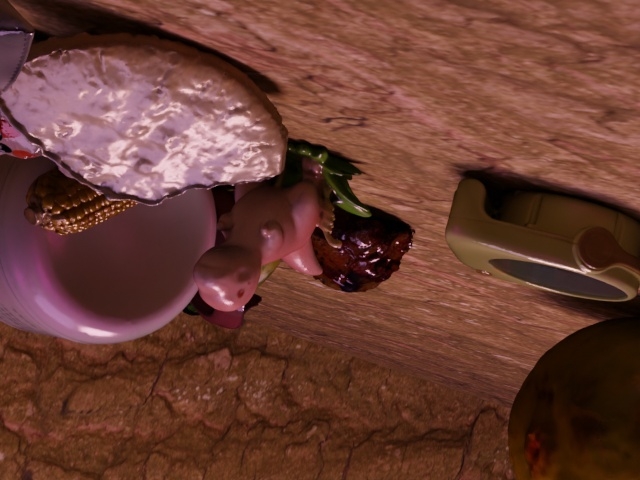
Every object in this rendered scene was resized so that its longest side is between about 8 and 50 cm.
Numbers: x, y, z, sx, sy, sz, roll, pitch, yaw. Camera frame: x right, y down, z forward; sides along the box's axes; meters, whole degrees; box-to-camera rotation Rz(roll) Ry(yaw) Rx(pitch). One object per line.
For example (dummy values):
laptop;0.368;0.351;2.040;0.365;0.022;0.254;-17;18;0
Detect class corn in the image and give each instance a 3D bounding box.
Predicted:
corn;-0.189;-0.063;1.409;0.207;0.068;0.068;-28;-162;-31

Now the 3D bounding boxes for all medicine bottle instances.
medicine bottle;-0.282;-0.021;1.577;0.241;0.241;0.302;22;169;-37

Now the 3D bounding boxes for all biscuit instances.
biscuit;-0.150;-0.095;1.234;0.265;0.040;0.188;12;136;-20

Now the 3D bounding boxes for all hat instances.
hat;-0.122;0.001;1.730;0.089;0.205;0.205;-22;-174;-21

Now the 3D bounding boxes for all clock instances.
clock;0.238;0.007;1.382;0.232;0.069;0.170;13;170;15

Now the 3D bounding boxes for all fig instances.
fig;0.417;0.247;1.832;0.343;0.343;0.343;16;172;2

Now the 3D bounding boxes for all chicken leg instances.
chicken leg;0.011;0.006;1.805;0.177;0.083;0.322;25;169;-3

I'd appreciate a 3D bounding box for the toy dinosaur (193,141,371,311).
toy dinosaur;-0.038;-0.004;1.453;0.152;0.177;0.194;14;173;18

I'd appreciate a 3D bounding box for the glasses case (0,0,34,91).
glasses case;-0.343;-0.205;1.054;0.308;0.083;0.128;21;165;-27

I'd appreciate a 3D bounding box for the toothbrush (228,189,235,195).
toothbrush;-0.054;-0.052;1.690;0.030;0.030;0.304;20;169;-25

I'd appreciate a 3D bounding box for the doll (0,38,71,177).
doll;-0.236;-0.124;1.317;0.192;0.095;0.149;12;141;8

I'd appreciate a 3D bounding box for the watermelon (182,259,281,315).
watermelon;-0.154;0.040;2.007;0.159;0.128;0.303;28;-179;15
